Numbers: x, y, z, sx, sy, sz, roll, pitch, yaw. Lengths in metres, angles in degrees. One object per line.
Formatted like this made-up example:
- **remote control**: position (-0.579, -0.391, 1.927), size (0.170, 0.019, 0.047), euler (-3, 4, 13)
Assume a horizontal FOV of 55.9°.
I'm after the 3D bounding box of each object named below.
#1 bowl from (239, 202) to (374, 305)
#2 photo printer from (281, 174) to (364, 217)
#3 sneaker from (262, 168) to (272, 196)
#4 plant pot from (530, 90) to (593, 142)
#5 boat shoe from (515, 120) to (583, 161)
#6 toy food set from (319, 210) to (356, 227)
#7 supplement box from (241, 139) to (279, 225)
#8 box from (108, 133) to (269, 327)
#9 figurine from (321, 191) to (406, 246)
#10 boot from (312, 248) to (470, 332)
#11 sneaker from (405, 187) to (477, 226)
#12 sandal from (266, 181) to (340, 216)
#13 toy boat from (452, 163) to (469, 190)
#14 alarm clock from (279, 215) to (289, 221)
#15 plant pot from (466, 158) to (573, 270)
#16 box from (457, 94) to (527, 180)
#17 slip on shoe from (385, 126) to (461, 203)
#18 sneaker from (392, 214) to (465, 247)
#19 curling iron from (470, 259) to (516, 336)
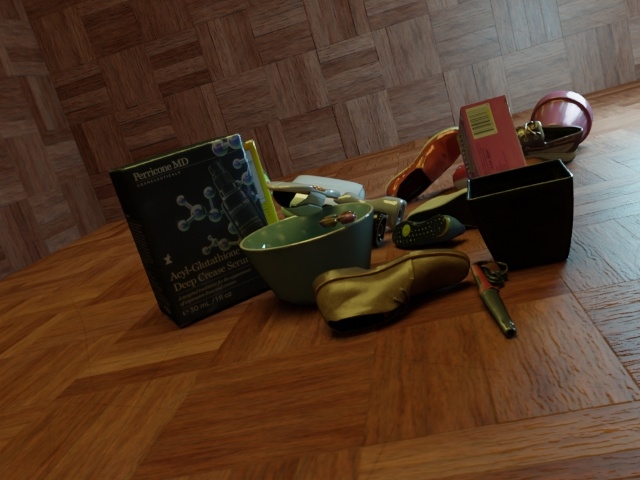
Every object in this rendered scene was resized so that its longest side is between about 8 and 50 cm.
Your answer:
- **bowl**: position (-0.010, 0.037, 1.360), size (0.312, 0.163, 0.311), euler (-16, 14, 4)
- **photo printer**: position (0.009, -0.132, 1.997), size (0.256, 0.107, 0.307), euler (10, 18, 7)
- **sneaker**: position (-0.265, -0.166, 2.164), size (0.185, 0.202, 0.483), euler (-12, -21, -18)
- **plant pot**: position (0.800, -0.374, 2.025), size (0.201, 0.201, 0.180), euler (-7, 32, 35)
- **boat shoe**: position (0.649, -0.321, 1.872), size (0.342, 0.123, 0.123), euler (3, 46, -7)
- **toy food set**: position (0.040, -0.043, 1.244), size (0.078, 0.019, 0.122), euler (-12, 6, 17)
- **supplement box**: position (-0.262, -0.103, 1.815), size (0.194, 0.356, 0.195), euler (-21, 14, -20)
- **box**: position (-0.306, -0.035, 1.509), size (0.294, 0.395, 0.212), euler (-23, 14, -24)
- **figurine**: position (0.108, -0.079, 1.690), size (0.209, 0.092, 0.215), euler (17, 27, 25)
- **boot**: position (0.145, 0.100, 1.131), size (0.305, 0.112, 0.115), euler (-13, 43, -4)
- **sneaker**: position (0.366, -0.092, 1.546), size (0.290, 0.105, 0.123), euler (-11, 17, 29)
- **sandal**: position (-0.029, -0.093, 1.432), size (0.102, 0.076, 0.265), euler (8, 3, 30)
- **toy boat**: position (0.496, -0.251, 1.936), size (0.151, 0.151, 0.231), euler (-12, 14, 21)
- **alarm clock**: position (-0.068, -0.056, 2.038), size (0.129, 0.064, 0.192), euler (-25, 19, -31)
- **plant pot**: position (0.402, -0.046, 1.190), size (0.188, 0.167, 0.187), euler (-13, 14, 17)
- **box**: position (0.450, -0.231, 1.602), size (0.117, 0.213, 0.243), euler (-15, -12, 9)
- **slip on shoe**: position (0.355, -0.236, 1.977), size (0.331, 0.123, 0.101), euler (-42, 24, 9)
- **sneaker**: position (0.265, -0.016, 1.490), size (0.082, 0.069, 0.209), euler (14, -15, -33)
- **curling iron**: position (0.301, 0.089, 1.030), size (0.068, 0.035, 0.274), euler (-1, 17, 9)
